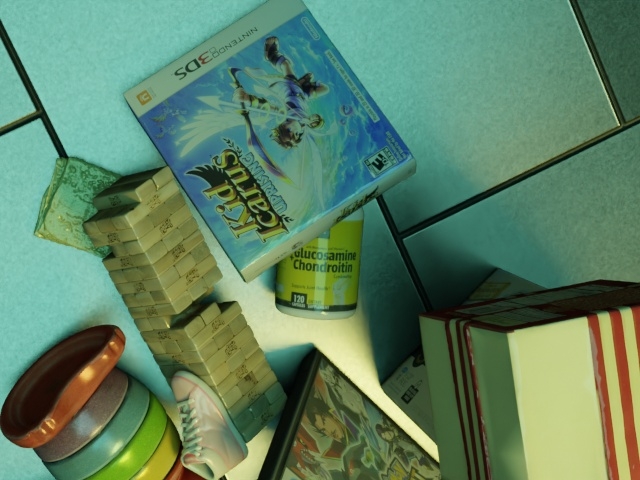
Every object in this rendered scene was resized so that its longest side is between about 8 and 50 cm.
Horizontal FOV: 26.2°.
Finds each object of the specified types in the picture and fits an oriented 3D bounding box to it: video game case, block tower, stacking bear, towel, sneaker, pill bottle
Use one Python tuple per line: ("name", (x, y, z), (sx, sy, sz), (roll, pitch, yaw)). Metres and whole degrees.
("video game case", (-0.061, -0.127, 1.625), (0.244, 0.061, 0.269), (-34, 75, -4))
("block tower", (-0.162, 0.083, 1.643), (0.091, 0.097, 0.335), (-41, 112, -39))
("stacking bear", (-0.232, 0.260, 1.655), (0.289, 0.164, 0.175), (49, 63, -23))
("towel", (-0.266, -0.033, 1.674), (0.148, 0.027, 0.110), (20, 93, -11))
("sneaker", (-0.145, 0.222, 1.614), (0.070, 0.051, 0.134), (-41, 102, -39))
("video game case", (0.046, 0.292, 1.659), (0.248, 0.275, 0.035), (44, 119, -12))
("pill bottle", (0.000, 0.000, 1.687), (0.103, 0.103, 0.184), (3, 97, -11))

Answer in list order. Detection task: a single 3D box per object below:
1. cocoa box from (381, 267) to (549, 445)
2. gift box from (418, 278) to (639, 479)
("cocoa box", (0.260, 0.203, 1.636), (0.231, 0.347, 0.228), (44, 88, -11))
("gift box", (0.226, 0.187, 1.331), (0.276, 0.255, 0.258), (-10, 94, -12))
